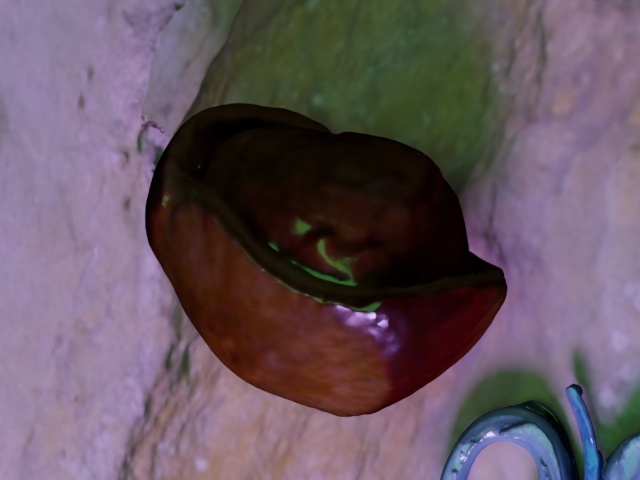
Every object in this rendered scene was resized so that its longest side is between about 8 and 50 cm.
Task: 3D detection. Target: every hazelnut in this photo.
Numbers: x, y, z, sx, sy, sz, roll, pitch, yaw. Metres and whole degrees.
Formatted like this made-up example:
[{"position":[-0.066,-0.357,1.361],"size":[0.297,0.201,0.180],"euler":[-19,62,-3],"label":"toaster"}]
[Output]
[{"position":[-0.004,0.002,0.616],"size":[0.160,0.170,0.201],"euler":[-43,83,15],"label":"hazelnut"}]

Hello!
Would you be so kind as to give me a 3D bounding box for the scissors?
[{"position":[0.164,0.277,0.610],"size":[0.180,0.032,0.392],"euler":[-8,85,24],"label":"scissors"}]
